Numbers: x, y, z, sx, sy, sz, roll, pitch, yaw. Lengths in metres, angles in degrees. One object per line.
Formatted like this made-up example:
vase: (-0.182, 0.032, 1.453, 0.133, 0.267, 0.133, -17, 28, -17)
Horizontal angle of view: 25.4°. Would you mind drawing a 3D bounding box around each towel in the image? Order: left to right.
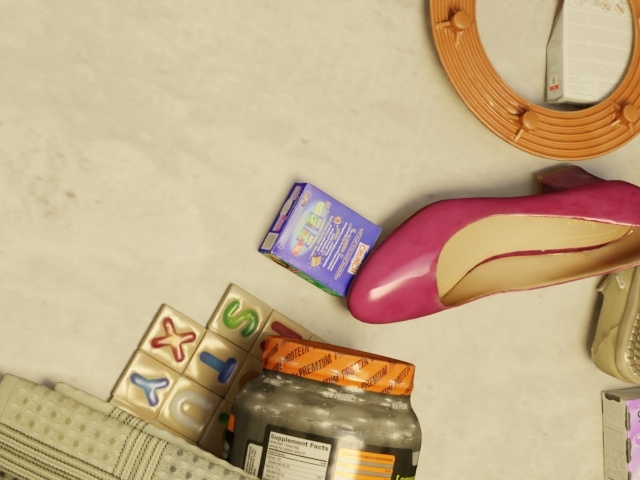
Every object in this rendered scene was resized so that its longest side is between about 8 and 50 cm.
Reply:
towel: (-0.235, 0.323, 1.411, 0.324, 0.056, 0.312, 22, 86, 12)

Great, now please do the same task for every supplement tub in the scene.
supplement tub: (-0.011, 0.280, 1.495, 0.207, 0.207, 0.338, 13, 88, -25)

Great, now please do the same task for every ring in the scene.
ring: (0.284, -0.260, 1.672, 0.336, 0.032, 0.337, 3, 82, -21)

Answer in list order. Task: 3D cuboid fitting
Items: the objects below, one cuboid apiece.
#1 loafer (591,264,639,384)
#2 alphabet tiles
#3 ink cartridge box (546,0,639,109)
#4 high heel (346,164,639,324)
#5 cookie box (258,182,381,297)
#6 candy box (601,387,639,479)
loafer: (0.394, 0.054, 1.746, 0.102, 0.092, 0.269, 40, 61, -26)
alphabet tiles: (-0.077, 0.227, 1.580, 0.342, 0.011, 0.285, 34, 79, -23)
ink cartridge box: (0.345, -0.247, 1.738, 0.145, 0.045, 0.179, 6, 77, -24)
high heel: (0.219, 0.020, 1.600, 0.377, 0.181, 0.127, -28, 126, -21)
cookie box: (0.000, 0.000, 1.585, 0.107, 0.040, 0.092, 32, 80, -23)
candy box: (0.443, 0.282, 1.780, 0.164, 0.070, 0.196, -4, 95, -16)
